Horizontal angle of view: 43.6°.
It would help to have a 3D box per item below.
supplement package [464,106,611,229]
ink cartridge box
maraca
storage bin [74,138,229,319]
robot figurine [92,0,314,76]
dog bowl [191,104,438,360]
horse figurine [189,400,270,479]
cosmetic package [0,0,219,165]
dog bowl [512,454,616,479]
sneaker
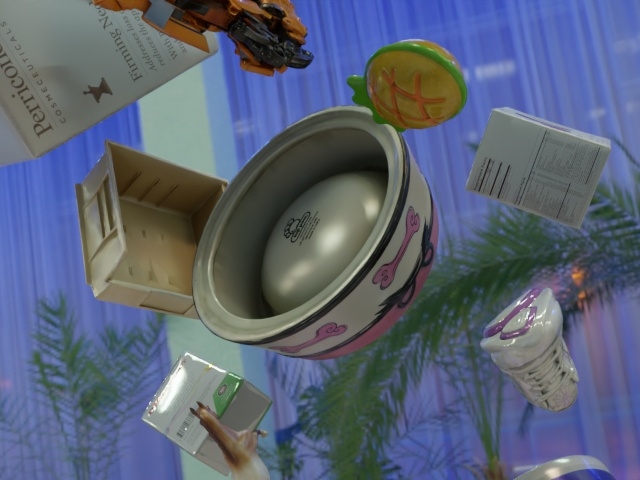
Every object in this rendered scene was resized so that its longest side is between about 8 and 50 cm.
[{"bbox_3d":[0.387,-0.134,1.412,0.203,0.149,0.194,21,16,14],"label":"supplement package"},{"bbox_3d":[-0.207,0.303,1.436,0.212,0.154,0.093,12,-25,50],"label":"ink cartridge box"},{"bbox_3d":[0.105,-0.187,0.998,0.127,0.099,0.185,43,-26,-17],"label":"maraca"},{"bbox_3d":[-0.276,-0.008,1.407,0.262,0.260,0.123,18,-47,-42],"label":"storage bin"},{"bbox_3d":[-0.137,-0.294,0.972,0.291,0.211,0.085,17,-50,-41],"label":"robot figurine"},{"bbox_3d":[0.000,0.000,1.217,0.408,0.408,0.150,-16,-40,38],"label":"dog bowl"},{"bbox_3d":[-0.100,0.373,1.222,0.066,0.263,0.174,-27,-29,8],"label":"horse figurine"},{"bbox_3d":[-0.463,-0.362,1.385,0.393,0.329,0.327,-39,23,-28],"label":"cosmetic package"},{"bbox_3d":[0.354,0.455,1.220,0.264,0.104,0.265,-14,-49,-17],"label":"dog bowl"},{"bbox_3d":[0.290,0.148,1.043,0.114,0.152,0.305,-40,-15,4],"label":"sneaker"}]
